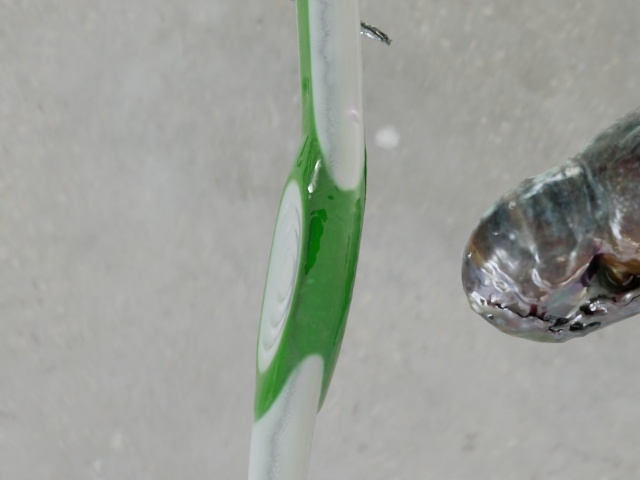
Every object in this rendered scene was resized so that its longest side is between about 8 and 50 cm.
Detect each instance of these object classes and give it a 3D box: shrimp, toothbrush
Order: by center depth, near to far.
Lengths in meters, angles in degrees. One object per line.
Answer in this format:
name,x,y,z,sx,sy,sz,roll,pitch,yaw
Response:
toothbrush,-0.005,0.000,0.510,0.040,0.042,0.418,1,79,-19
shrimp,0.258,-0.051,1.145,0.372,0.172,0.137,-21,117,-1

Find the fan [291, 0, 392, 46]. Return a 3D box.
fan,-0.097,-0.201,1.189,0.335,0.229,0.011,28,92,20
